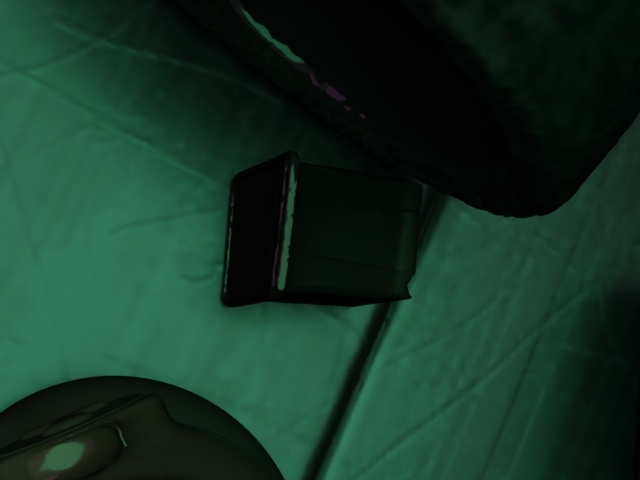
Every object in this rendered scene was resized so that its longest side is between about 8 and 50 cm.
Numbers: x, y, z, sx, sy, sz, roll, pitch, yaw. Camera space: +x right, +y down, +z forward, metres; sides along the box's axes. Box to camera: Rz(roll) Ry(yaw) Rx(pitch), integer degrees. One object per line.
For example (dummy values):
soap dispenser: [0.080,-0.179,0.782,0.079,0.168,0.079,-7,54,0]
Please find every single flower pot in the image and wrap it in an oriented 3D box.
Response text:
flower pot: [0.078,-0.180,0.596,0.299,0.299,0.283,38,81,-6]

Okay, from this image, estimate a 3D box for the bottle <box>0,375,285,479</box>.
bottle: [-0.068,0.119,0.542,0.147,0.236,0.148,1,84,-11]

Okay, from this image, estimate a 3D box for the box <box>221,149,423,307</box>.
box: [0.000,0.000,0.648,0.063,0.084,0.060,9,82,-16]

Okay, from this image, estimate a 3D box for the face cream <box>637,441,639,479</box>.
face cream: [0.230,0.098,0.638,0.153,0.177,0.177,8,83,-9]
